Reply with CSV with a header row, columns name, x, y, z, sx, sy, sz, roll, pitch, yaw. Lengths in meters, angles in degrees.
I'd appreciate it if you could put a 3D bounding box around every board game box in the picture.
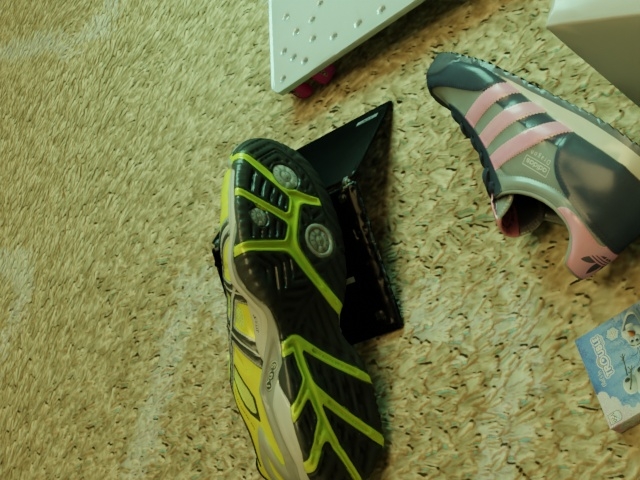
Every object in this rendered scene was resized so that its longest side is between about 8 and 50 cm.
name,x,y,z,sx,sy,sz,roll,pitch,yaw
board game box,0.269,0.102,0.866,0.090,0.020,0.090,-39,46,28
board game box,0.079,-0.418,1.301,0.390,0.050,0.390,-27,54,38

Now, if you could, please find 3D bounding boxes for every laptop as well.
name,x,y,z,sx,sy,sz,roll,pitch,yaw
laptop,0.000,0.000,1.213,0.234,0.136,0.264,-25,79,38

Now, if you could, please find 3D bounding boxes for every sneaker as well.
name,x,y,z,sx,sy,sz,roll,pitch,yaw
sneaker,0.182,-0.081,0.983,0.131,0.112,0.319,-55,40,6
sneaker,-0.054,0.079,1.079,0.147,0.145,0.385,-27,66,48

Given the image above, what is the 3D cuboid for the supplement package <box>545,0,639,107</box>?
name,x,y,z,sx,sy,sz,roll,pitch,yaw
supplement package,0.349,-0.194,0.792,0.261,0.204,0.145,4,74,47
